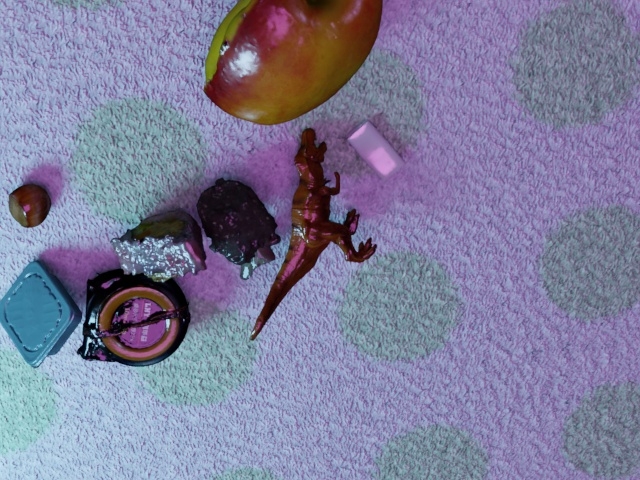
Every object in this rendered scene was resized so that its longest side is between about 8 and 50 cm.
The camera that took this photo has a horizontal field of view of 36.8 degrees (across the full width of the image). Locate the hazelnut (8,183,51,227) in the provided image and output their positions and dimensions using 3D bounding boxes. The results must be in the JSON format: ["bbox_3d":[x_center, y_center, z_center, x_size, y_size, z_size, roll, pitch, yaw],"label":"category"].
[{"bbox_3d":[-0.568,-0.071,1.881,0.086,0.086,0.086,-2,113,-5],"label":"hazelnut"}]

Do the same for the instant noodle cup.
[{"bbox_3d":[-0.556,0.148,1.934,0.157,0.179,0.070,-51,149,13],"label":"instant noodle cup"}]

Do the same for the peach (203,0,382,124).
[{"bbox_3d":[-0.055,-0.341,1.703,0.242,0.380,0.306,32,80,-16],"label":"peach"}]

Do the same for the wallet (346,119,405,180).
[{"bbox_3d":[0.110,-0.181,1.933,0.061,0.025,0.122,-39,111,12],"label":"wallet"}]

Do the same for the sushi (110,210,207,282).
[{"bbox_3d":[-0.284,0.007,1.871,0.241,0.161,0.107,-5,114,36],"label":"sushi"}]

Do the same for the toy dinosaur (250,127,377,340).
[{"bbox_3d":[0.000,0.000,1.903,0.208,0.097,0.432,13,82,-29],"label":"toy dinosaur"}]

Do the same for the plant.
[{"bbox_3d":[-0.156,-0.023,1.900,0.142,0.131,0.203,-43,132,-24],"label":"plant"}]

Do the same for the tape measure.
[{"bbox_3d":[-0.377,0.155,1.964,0.223,0.135,0.202,5,102,-11],"label":"tape measure"}]
